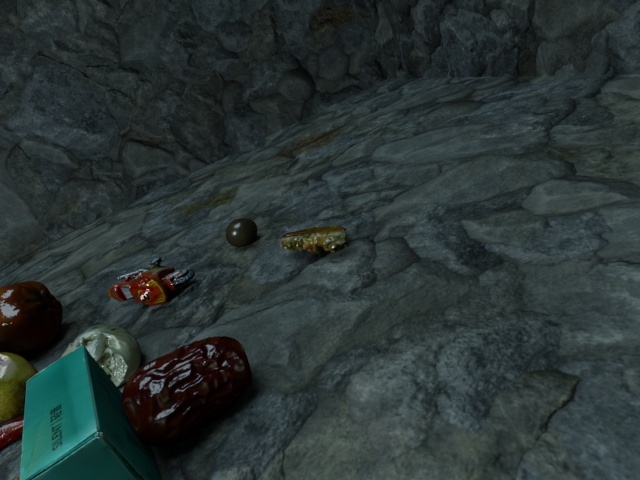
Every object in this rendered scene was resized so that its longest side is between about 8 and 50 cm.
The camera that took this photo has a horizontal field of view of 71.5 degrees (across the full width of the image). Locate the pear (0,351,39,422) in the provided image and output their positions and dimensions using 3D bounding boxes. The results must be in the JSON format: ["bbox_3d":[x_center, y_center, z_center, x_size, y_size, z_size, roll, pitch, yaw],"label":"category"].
[{"bbox_3d":[-0.775,0.358,1.075,0.178,0.178,0.178,-19,26,10],"label":"pear"}]

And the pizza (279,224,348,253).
[{"bbox_3d":[0.000,0.000,1.233,0.226,0.069,0.147,-2,11,31],"label":"pizza"}]

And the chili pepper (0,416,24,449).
[{"bbox_3d":[-0.706,0.436,1.011,0.268,0.050,0.059,-31,-17,-18],"label":"chili pepper"}]

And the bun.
[{"bbox_3d":[-0.532,0.281,1.065,0.178,0.127,0.193,-38,31,-30],"label":"bun"}]

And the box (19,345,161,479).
[{"bbox_3d":[-0.382,0.336,0.745,0.118,0.205,0.311,-36,28,-20],"label":"box"}]

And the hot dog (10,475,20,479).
[{"bbox_3d":[-0.532,0.451,0.832,0.165,0.045,0.071,-34,27,-21],"label":"hot dog"}]

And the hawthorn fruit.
[{"bbox_3d":[-0.941,0.258,1.369,0.261,0.224,0.224,-39,25,4],"label":"hawthorn fruit"}]

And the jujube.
[{"bbox_3d":[-0.241,0.272,0.822,0.230,0.155,0.155,-24,24,-20],"label":"jujube"}]

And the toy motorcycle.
[{"bbox_3d":[-0.527,0.133,1.384,0.298,0.089,0.171,-4,33,36],"label":"toy motorcycle"}]

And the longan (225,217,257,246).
[{"bbox_3d":[-0.259,-0.026,1.467,0.113,0.092,0.113,-39,-15,-12],"label":"longan"}]
